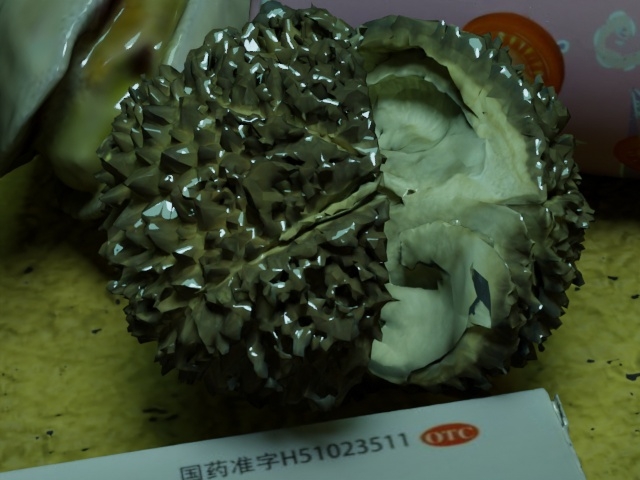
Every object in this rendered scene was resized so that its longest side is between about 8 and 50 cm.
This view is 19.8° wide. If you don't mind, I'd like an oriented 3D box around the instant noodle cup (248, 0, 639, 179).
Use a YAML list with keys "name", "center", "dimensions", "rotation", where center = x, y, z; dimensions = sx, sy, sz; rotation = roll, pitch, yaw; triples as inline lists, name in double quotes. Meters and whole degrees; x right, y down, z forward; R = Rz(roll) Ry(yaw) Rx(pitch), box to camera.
- name: "instant noodle cup"
  center: [0.104, -0.132, 0.808]
  dimensions: [0.231, 0.243, 0.243]
  rotation: [13, 42, 6]

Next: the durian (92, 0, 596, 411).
- name: "durian"
  center: [0.000, 0.000, 0.682]
  dimensions: [0.196, 0.196, 0.167]
  rotation: [0, 61, 3]

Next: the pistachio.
- name: "pistachio"
  center: [-0.087, -0.086, 0.814]
  dimensions: [0.126, 0.152, 0.223]
  rotation: [30, 15, -12]

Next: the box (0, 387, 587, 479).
- name: "box"
  center: [-0.068, 0.164, 0.580]
  dimensions: [0.353, 0.069, 0.214]
  rotation: [-7, 40, -8]
